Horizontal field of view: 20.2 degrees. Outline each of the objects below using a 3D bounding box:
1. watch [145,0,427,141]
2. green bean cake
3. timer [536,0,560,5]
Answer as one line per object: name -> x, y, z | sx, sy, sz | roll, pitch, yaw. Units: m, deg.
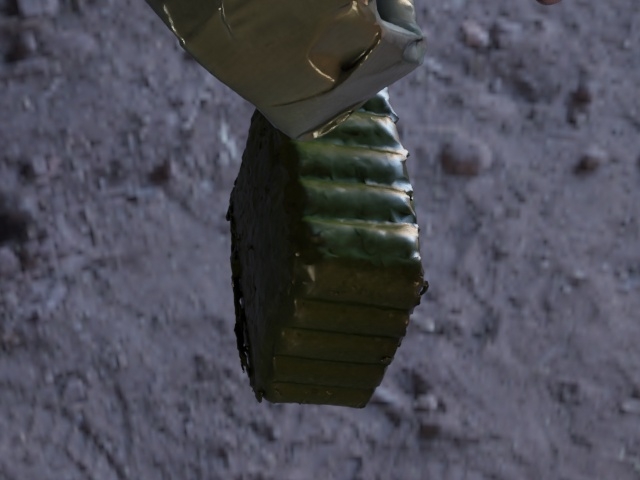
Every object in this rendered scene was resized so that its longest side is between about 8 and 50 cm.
watch -> -0.049, -0.172, 0.968 | 0.253, 0.162, 0.241 | 49, 16, -2
green bean cake -> 0.000, 0.000, 1.355 | 0.113, 0.200, 0.214 | 2, 51, -14
timer -> 0.176, -0.299, 1.559 | 0.152, 0.132, 0.132 | 39, 60, 18
